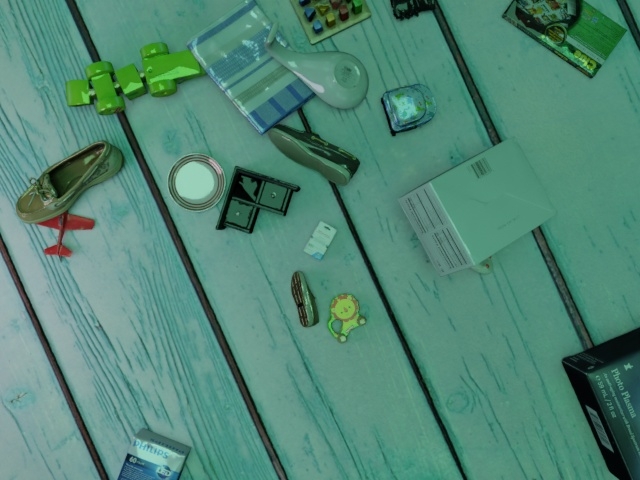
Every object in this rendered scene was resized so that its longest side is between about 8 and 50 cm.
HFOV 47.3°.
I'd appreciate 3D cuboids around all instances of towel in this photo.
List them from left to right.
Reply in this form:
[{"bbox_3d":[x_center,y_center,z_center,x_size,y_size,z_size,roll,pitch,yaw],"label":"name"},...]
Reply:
[{"bbox_3d":[-0.151,-0.412,1.710,0.209,0.034,0.285,-39,90,-16],"label":"towel"}]

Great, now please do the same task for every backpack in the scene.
[{"bbox_3d":[0.209,-0.311,1.703,0.114,0.084,0.105,-17,92,-1],"label":"backpack"}]

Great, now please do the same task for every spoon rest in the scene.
[{"bbox_3d":[-0.008,-0.406,1.694,0.276,0.084,0.137,26,75,-21],"label":"spoon rest"}]

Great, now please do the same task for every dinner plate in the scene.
[{"bbox_3d":[-0.297,-0.139,1.752,0.141,0.017,0.141,0,91,1],"label":"dinner plate"}]

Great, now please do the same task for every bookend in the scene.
[{"bbox_3d":[-0.146,-0.076,1.720,0.156,0.072,0.157,19,91,1],"label":"bookend"}]

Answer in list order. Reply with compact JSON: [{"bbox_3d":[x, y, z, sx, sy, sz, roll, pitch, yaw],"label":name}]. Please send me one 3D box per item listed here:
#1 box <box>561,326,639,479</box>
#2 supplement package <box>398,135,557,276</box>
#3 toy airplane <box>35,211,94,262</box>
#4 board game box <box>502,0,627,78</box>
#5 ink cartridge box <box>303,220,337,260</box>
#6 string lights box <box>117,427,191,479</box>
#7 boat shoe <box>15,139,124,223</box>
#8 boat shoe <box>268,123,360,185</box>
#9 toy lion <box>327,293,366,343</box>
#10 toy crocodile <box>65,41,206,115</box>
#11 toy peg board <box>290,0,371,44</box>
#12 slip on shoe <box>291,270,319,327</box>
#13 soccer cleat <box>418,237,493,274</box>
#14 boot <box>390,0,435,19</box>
[{"bbox_3d":[0.756,0.357,1.641,0.294,0.183,0.296,-24,90,0],"label":"box"},{"bbox_3d":[0.346,-0.075,1.621,0.262,0.145,0.204,-28,89,-26],"label":"supplement package"},{"bbox_3d":[-0.624,-0.021,1.756,0.151,0.028,0.151,0,90,4],"label":"toy airplane"},{"bbox_3d":[0.572,-0.510,1.720,0.260,0.030,0.136,36,89,1],"label":"board game box"},{"bbox_3d":[0.000,0.000,1.737,0.048,0.028,0.083,30,91,1],"label":"ink cartridge box"},{"bbox_3d":[-0.417,0.595,1.727,0.133,0.077,0.259,22,91,1],"label":"string lights box"},{"bbox_3d":[-0.602,-0.145,1.716,0.285,0.089,0.104,-36,75,-2],"label":"boat shoe"},{"bbox_3d":[-0.016,-0.213,1.716,0.228,0.081,0.068,32,66,9],"label":"boat shoe"},{"bbox_3d":[0.056,0.180,1.737,0.100,0.034,0.096,-43,82,2],"label":"toy lion"},{"bbox_3d":[-0.436,-0.376,1.722,0.341,0.105,0.115,-19,89,-3],"label":"toy crocodile"},{"bbox_3d":[0.015,-0.572,1.711,0.161,0.079,0.161,-26,89,1],"label":"toy peg board"},{"bbox_3d":[-0.034,0.137,1.735,0.041,0.051,0.135,-8,80,-38],"label":"slip on shoe"},{"bbox_3d":[0.319,0.019,1.716,0.196,0.068,0.076,35,135,-11],"label":"soccer cleat"},{"bbox_3d":[0.212,-0.583,1.724,0.099,0.045,0.121,-13,90,5],"label":"boot"}]
